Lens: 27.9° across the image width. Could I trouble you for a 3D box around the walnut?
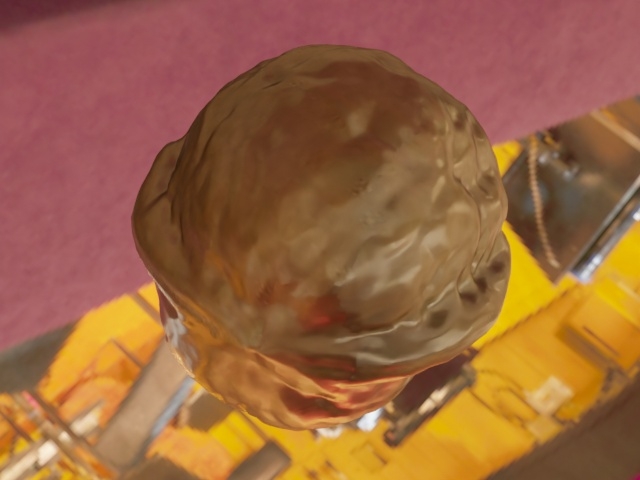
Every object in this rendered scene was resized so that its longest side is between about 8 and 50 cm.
[{"bbox_3d":[-0.002,-0.001,0.832,0.248,0.248,0.248,-40,157,-21],"label":"walnut"}]
